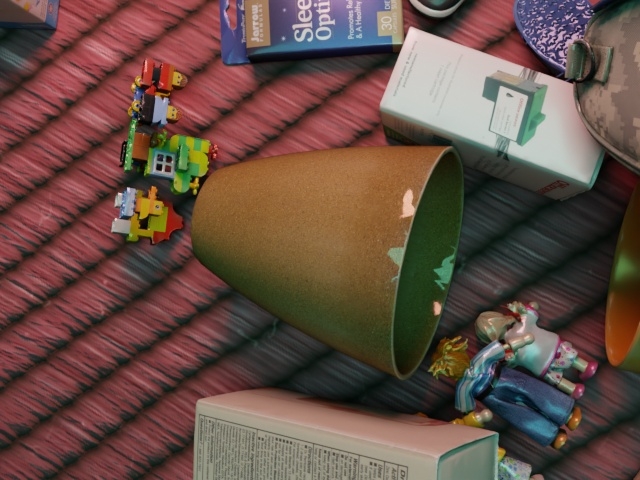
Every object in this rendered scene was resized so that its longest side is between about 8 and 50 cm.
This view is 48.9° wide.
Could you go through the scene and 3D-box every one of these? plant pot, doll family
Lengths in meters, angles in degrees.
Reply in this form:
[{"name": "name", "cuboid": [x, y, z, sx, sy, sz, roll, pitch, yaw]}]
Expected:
[{"name": "plant pot", "cuboid": [0.399, 0.043, 0.684, 0.187, 0.205, 0.205, 10, 90, 13]}, {"name": "plant pot", "cuboid": [0.000, 0.000, 0.754, 0.254, 0.237, 0.237, 12, 90, 23]}, {"name": "doll family", "cuboid": [0.181, 0.187, 0.760, 0.163, 0.118, 0.263, 29, 93, 7]}]

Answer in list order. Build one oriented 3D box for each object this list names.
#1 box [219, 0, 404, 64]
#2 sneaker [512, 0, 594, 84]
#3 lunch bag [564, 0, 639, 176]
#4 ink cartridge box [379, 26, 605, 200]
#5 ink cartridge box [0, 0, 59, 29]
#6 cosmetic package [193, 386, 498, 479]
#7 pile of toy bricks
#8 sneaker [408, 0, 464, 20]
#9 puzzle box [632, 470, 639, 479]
[{"name": "box", "cuboid": [-0.015, -0.286, 0.839, 0.225, 0.036, 0.137, -3, 88, 9]}, {"name": "sneaker", "cuboid": [0.300, -0.188, 0.780, 0.081, 0.090, 0.232, -37, 63, 6]}, {"name": "lunch bag", "cuboid": [0.390, -0.114, 0.570, 0.304, 0.256, 0.213, 4, 106, -24]}, {"name": "ink cartridge box", "cuboid": [0.181, -0.127, 0.747, 0.219, 0.160, 0.093, 21, 91, 6]}, {"name": "ink cartridge box", "cuboid": [-0.384, -0.317, 0.832, 0.089, 0.143, 0.092, 6, 90, 8]}, {"name": "cosmetic package", "cuboid": [0.017, 0.247, 0.711, 0.296, 0.129, 0.153, 3, 90, 38]}, {"name": "pile of toy bricks", "cuboid": [-0.174, -0.103, 0.831, 0.105, 0.118, 0.213, 9, 79, -24]}, {"name": "sneaker", "cuboid": [0.157, -0.368, 0.786, 0.084, 0.097, 0.235, 22, 92, 8]}, {"name": "puzzle box", "cuboid": [0.580, 0.283, 0.741, 0.408, 0.052, 0.272, 34, 94, 7]}]
